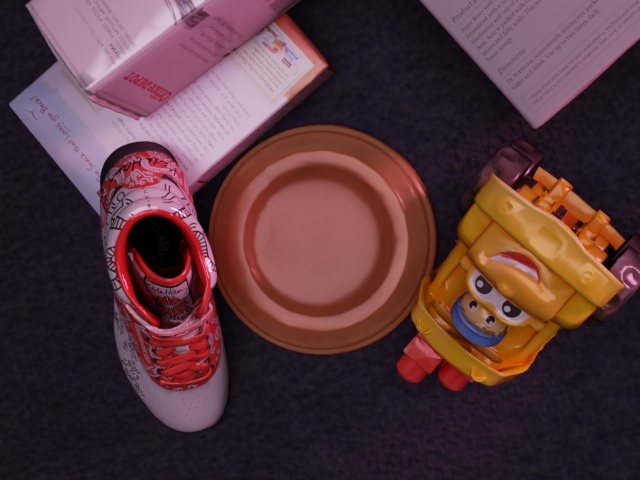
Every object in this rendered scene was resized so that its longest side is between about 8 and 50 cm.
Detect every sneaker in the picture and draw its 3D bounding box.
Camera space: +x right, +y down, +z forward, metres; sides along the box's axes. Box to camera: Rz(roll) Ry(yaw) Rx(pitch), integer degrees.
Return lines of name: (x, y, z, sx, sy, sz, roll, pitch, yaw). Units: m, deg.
sneaker: (-0.123, 0.066, 1.231, 0.090, 0.145, 0.270, -11, 114, -7)

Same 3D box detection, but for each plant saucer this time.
plant saucer: (0.000, 0.000, 1.306, 0.200, 0.037, 0.200, 0, 93, 7)

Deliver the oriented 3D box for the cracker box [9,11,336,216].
cracker box: (-0.124, -0.129, 1.300, 0.232, 0.067, 0.156, -40, 87, 6)

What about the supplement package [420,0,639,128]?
supplement package: (0.154, -0.268, 1.181, 0.293, 0.175, 0.177, 49, 123, 2)

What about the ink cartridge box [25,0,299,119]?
ink cartridge box: (-0.098, -0.197, 1.180, 0.218, 0.158, 0.092, -38, 83, 6)

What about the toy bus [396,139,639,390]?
toy bus: (0.140, 0.043, 1.206, 0.149, 0.220, 0.211, 43, 103, 6)
